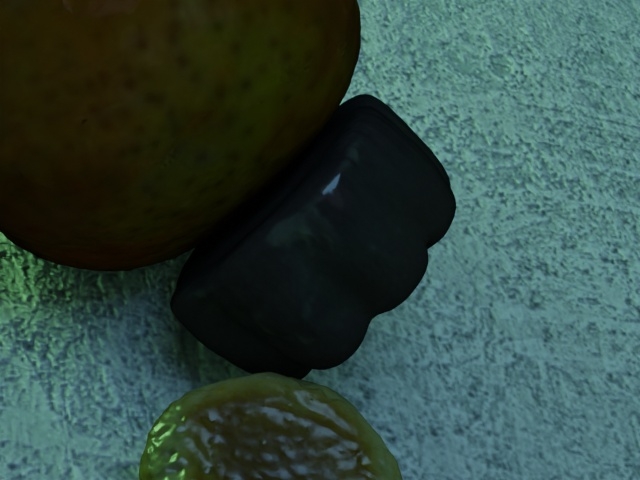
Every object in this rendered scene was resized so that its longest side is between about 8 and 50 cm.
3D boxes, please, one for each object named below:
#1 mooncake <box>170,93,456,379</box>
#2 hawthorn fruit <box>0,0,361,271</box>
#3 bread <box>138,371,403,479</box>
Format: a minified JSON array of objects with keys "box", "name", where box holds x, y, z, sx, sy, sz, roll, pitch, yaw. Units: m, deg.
[{"box":[0.000,0.000,1.718,0.154,0.306,0.306,42,46,-12],"name":"mooncake"},{"box":[-0.178,-0.206,1.701,0.472,0.472,0.471,12,49,-15],"name":"hawthorn fruit"},{"box":[-0.047,0.238,1.607,0.244,0.134,0.244,10,52,-13],"name":"bread"}]
